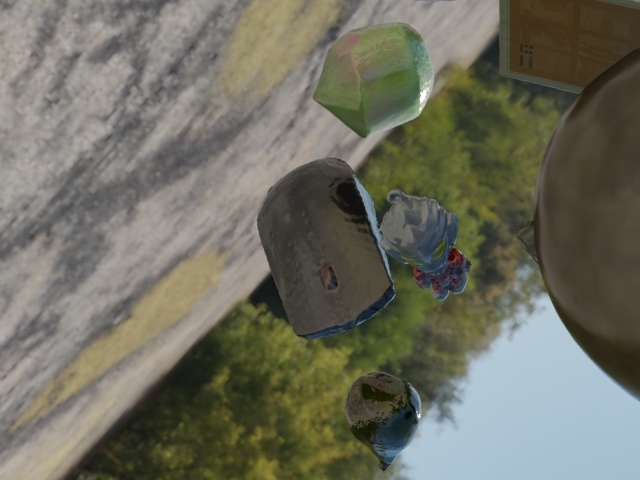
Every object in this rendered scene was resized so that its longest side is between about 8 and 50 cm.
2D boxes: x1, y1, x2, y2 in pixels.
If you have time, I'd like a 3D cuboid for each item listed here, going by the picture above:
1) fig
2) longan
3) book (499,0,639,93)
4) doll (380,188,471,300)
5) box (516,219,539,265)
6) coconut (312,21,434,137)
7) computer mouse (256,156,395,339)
[{"bbox_3d":[0.095,0.270,1.575,0.117,0.117,0.177,-49,147,-31],"label":"fig"},{"bbox_3d":[0.313,-0.007,0.791,0.319,0.319,0.319,-49,179,-1],"label":"longan"},{"bbox_3d":[0.312,-0.213,1.171,0.018,0.242,0.170,-62,158,-25],"label":"book"},{"bbox_3d":[0.123,0.005,1.244,0.094,0.180,0.079,-22,-139,15],"label":"doll"},{"bbox_3d":[0.548,0.026,1.494,0.373,0.420,0.138,-41,-156,11],"label":"box"},{"bbox_3d":[0.096,-0.305,2.048,0.236,0.204,0.236,-17,-170,3],"label":"coconut"},{"bbox_3d":[-0.002,-0.003,1.501,0.168,0.295,0.087,-27,140,11],"label":"computer mouse"}]
